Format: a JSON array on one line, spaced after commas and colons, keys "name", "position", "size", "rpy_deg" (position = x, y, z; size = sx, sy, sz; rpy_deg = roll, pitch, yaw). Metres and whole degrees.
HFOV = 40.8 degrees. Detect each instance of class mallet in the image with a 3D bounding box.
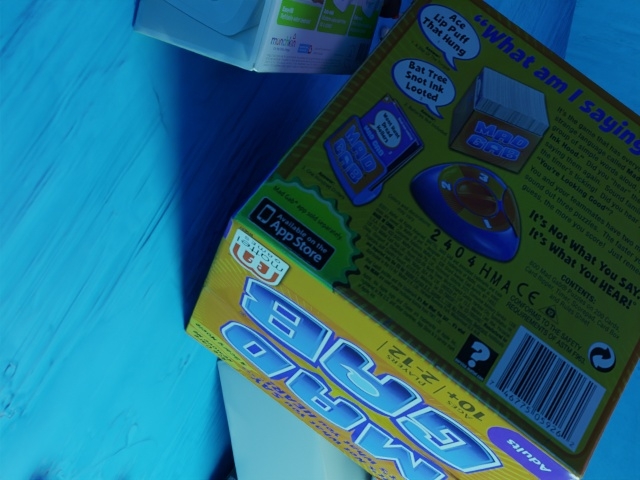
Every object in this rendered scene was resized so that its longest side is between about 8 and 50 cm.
[{"name": "mallet", "position": [0.057, -0.301, 1.130], "size": [0.190, 0.039, 0.062], "rpy_deg": [-45, 153, -44]}]

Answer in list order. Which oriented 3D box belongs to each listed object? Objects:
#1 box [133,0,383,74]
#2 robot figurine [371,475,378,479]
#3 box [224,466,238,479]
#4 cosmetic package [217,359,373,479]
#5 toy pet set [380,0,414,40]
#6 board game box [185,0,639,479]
[{"name": "box", "position": [-0.021, -0.274, 0.766], "size": [0.262, 0.126, 0.231], "rpy_deg": [-25, 134, -66]}, {"name": "robot figurine", "position": [0.195, 0.315, 1.174], "size": [0.353, 0.199, 0.300], "rpy_deg": [-40, 161, -54]}, {"name": "box", "position": [-0.115, 0.427, 1.345], "size": [0.270, 0.060, 0.216], "rpy_deg": [-51, 157, -24]}, {"name": "cosmetic package", "position": [0.005, 0.317, 1.201], "size": [0.217, 0.156, 0.385], "rpy_deg": [-17, 99, -57]}, {"name": "toy pet set", "position": [0.126, -0.313, 1.317], "size": [0.114, 0.065, 0.122], "rpy_deg": [61, 38, -22]}, {"name": "board game box", "position": [0.120, 0.025, 0.923], "size": [0.356, 0.356, 0.356], "rpy_deg": [-52, 178, -26]}]
